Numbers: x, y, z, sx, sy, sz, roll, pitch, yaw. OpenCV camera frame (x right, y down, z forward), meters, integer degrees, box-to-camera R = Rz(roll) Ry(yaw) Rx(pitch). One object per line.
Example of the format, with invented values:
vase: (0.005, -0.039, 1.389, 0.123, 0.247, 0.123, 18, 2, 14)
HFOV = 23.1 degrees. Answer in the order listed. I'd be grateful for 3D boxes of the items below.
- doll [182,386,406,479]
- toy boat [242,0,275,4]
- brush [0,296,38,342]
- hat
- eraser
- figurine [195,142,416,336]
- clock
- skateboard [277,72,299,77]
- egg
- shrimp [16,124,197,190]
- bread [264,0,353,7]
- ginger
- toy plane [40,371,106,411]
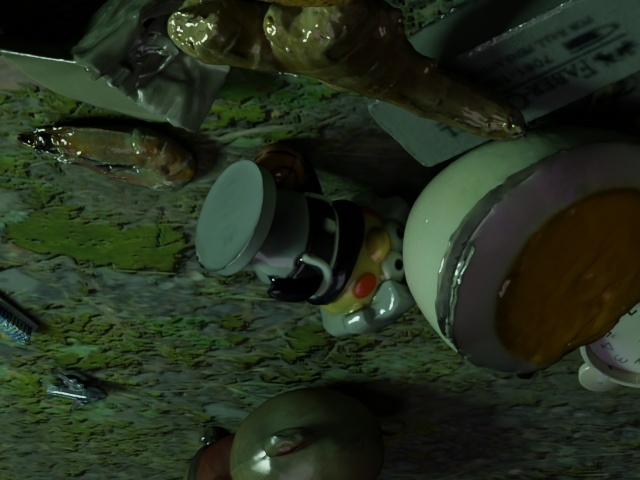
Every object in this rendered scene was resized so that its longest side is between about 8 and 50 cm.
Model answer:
doll: (-0.057, 0.286, 1.950, 0.235, 0.174, 0.330, 2, 154, -45)
toy boat: (-0.134, -0.282, 1.358, 0.293, 0.108, 0.099, 30, 100, -18)
brush: (-0.406, 0.066, 1.842, 0.033, 0.030, 0.178, -15, 136, 37)
hat: (-0.204, -0.197, 1.469, 0.244, 0.149, 0.214, 28, 180, 21)
eraser: (0.209, -0.185, 1.428, 0.352, 0.077, 0.111, -25, 129, 31)
figurine: (0.000, 0.000, 1.611, 0.236, 0.176, 0.133, 23, 150, -32)
clock: (0.362, 0.094, 1.742, 0.155, 0.063, 0.229, 24, 134, -15)
skateboard: (-0.027, -0.192, 1.448, 0.032, 0.083, 0.064, 13, 138, -6)
egg: (0.208, -0.016, 1.563, 0.286, 0.174, 0.264, -26, 132, -11)
shrimp: (-0.222, -0.087, 1.631, 0.190, 0.042, 0.101, 11, 147, -6)
bread: (-0.009, -0.299, 1.245, 0.240, 0.139, 0.240, 0, 99, -2)
ginger: (0.036, -0.158, 1.365, 0.333, 0.081, 0.148, 19, 142, -29)
toy plane: (-0.307, 0.189, 1.965, 0.083, 0.031, 0.078, -2, 139, 10)
